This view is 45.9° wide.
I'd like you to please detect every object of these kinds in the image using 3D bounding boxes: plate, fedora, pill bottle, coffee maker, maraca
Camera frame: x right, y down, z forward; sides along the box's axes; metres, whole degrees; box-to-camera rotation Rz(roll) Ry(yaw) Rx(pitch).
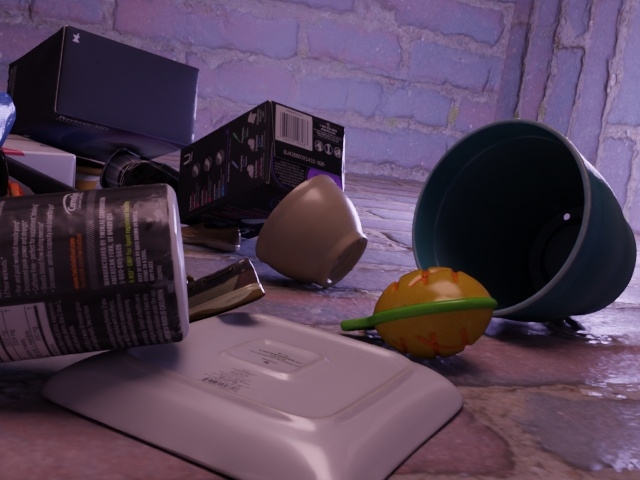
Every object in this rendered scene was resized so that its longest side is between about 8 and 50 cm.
[{"bbox_3d":[-0.042,0.119,0.652,0.277,0.045,0.278,14,12,26],"label":"plate"},{"bbox_3d":[-0.531,-0.132,1.577,0.194,0.079,0.194,14,9,-2],"label":"fedora"},{"bbox_3d":[-0.232,0.029,0.594,0.245,0.130,0.130,-5,12,-9],"label":"pill bottle"},{"bbox_3d":[-0.329,-0.108,1.492,0.171,0.120,0.178,3,12,-31],"label":"coffee maker"},{"bbox_3d":[0.107,0.084,0.844,0.185,0.099,0.127,-16,-18,41],"label":"maraca"}]

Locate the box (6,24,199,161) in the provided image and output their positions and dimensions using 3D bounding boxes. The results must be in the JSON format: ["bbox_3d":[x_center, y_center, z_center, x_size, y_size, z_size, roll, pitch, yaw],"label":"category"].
[{"bbox_3d":[-0.455,-0.280,1.560,0.296,0.183,0.294,10,-12,-39],"label":"box"}]

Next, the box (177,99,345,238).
[{"bbox_3d":[-0.104,-0.109,1.274,0.165,0.143,0.270,15,-21,-39],"label":"box"}]

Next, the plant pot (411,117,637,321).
[{"bbox_3d":[0.316,-0.001,1.084,0.255,0.272,0.271,20,0,-41],"label":"plant pot"}]

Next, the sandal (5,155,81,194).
[{"bbox_3d":[-0.446,-0.075,1.255,0.254,0.054,0.097,28,-4,-31],"label":"sandal"}]

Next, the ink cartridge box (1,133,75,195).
[{"bbox_3d":[-0.599,-0.125,1.361,0.207,0.117,0.283,-2,14,-43],"label":"ink cartridge box"}]

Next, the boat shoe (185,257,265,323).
[{"bbox_3d":[-0.131,0.057,0.764,0.152,0.049,0.056,-17,-9,9],"label":"boat shoe"}]

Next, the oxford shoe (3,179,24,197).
[{"bbox_3d":[-0.464,-0.028,1.066,0.098,0.097,0.271,-21,19,-26],"label":"oxford shoe"}]

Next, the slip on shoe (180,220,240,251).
[{"bbox_3d":[-0.199,-0.014,1.284,0.135,0.041,0.051,12,10,19],"label":"slip on shoe"}]

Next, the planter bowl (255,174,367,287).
[{"bbox_3d":[0.000,0.000,1.109,0.109,0.162,0.162,41,22,19],"label":"planter bowl"}]

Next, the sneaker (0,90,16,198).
[{"bbox_3d":[-0.463,-0.097,0.993,0.147,0.130,0.330,-4,40,7],"label":"sneaker"}]
